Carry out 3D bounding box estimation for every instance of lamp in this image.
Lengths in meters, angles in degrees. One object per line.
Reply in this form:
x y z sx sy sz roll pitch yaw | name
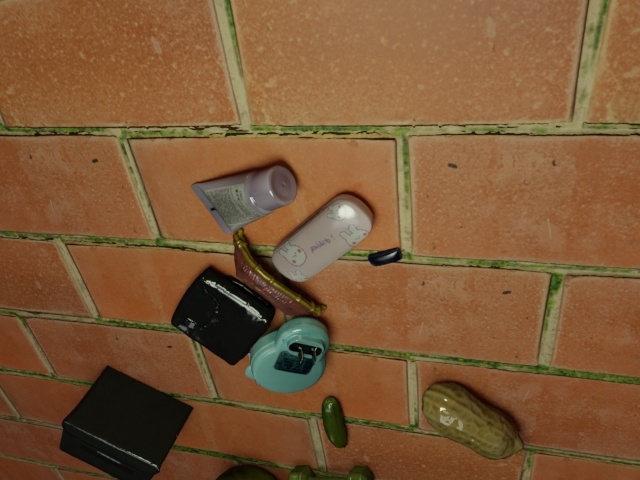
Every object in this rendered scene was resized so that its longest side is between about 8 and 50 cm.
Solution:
-0.078 0.312 1.510 0.209 0.147 0.284 14 143 -20 | lamp

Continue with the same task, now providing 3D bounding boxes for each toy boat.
-0.120 0.108 1.416 0.318 0.099 0.141 43 168 -16 | toy boat

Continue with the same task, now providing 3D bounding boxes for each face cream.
-0.179 -0.096 1.290 0.274 0.096 0.154 -13 122 40 | face cream

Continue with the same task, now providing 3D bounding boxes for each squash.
0.045 0.583 1.737 0.066 0.066 0.252 -1 126 19 | squash

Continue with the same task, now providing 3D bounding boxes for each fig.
-0.284 0.977 2.024 0.316 0.316 0.316 9 128 12 | fig

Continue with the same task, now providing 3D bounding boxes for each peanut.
0.415 0.500 1.508 0.325 0.140 0.153 33 147 -14 | peanut

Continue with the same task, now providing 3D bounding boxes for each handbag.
-0.274 0.211 1.549 0.244 0.088 0.275 33 132 -6 | handbag

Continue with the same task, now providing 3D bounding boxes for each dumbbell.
0.035 0.838 1.908 0.302 0.121 0.108 -9 152 24 | dumbbell

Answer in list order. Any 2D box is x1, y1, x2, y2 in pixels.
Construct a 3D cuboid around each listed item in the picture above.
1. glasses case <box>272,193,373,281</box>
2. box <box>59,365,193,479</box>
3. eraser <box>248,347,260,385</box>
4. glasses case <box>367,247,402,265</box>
0.000 0.000 1.301 0.113 0.075 0.297 42 126 -13 | glasses case
-0.663 0.642 1.900 0.345 0.251 0.204 28 130 -2 | box
-0.158 0.390 1.685 0.104 0.023 0.150 3 127 17 | eraser
0.153 0.042 1.316 0.083 0.023 0.033 -15 118 28 | glasses case
